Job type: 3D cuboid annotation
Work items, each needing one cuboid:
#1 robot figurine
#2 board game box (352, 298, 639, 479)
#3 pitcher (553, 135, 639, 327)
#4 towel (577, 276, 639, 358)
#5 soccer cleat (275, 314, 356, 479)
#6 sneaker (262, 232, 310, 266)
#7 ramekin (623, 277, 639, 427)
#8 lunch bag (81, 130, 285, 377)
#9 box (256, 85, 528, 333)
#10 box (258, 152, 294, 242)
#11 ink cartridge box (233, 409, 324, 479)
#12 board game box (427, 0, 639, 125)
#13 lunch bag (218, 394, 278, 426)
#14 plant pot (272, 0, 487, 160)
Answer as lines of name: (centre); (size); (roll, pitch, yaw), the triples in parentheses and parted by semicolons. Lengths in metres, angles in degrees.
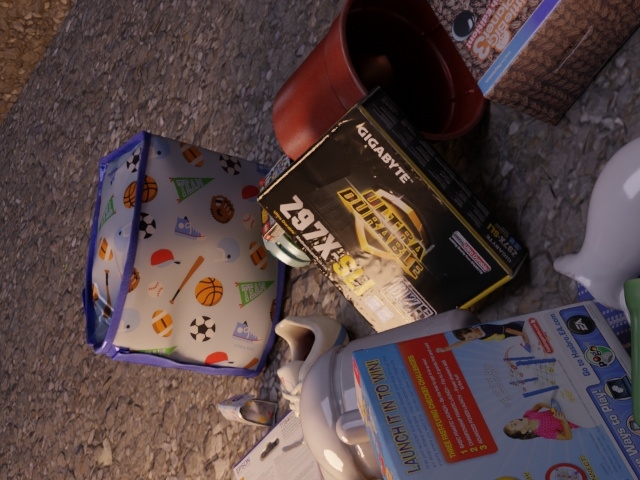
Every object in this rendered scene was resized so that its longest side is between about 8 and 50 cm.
robot figurine: (0.122, 0.214, 1.558); (0.353, 0.300, 0.199); (-19, 84, 19)
board game box: (0.218, 0.219, 1.284); (0.308, 0.302, 0.086); (-110, 11, -51)
pitcher: (0.384, -0.004, 1.367); (0.178, 0.125, 0.207); (50, 131, 36)
towel: (0.413, 0.141, 1.389); (0.243, 0.040, 0.336); (-30, 51, 48)
soccer cleat: (-0.003, 0.264, 1.829); (0.116, 0.143, 0.331); (-43, 45, 37)
sneaker: (0.000, 0.000, 1.955); (0.208, 0.127, 0.319); (-53, 30, 26)
ramekin: (0.443, 0.122, 1.120); (0.303, 0.303, 0.148); (0, 84, 55)
lunch bag: (-0.244, 0.043, 2.101); (0.239, 0.328, 0.385); (-25, 59, 54)
box: (0.097, -0.023, 1.681); (0.257, 0.322, 0.079); (-39, 5, 42)
box: (-0.066, -0.075, 1.964); (0.094, 0.027, 0.137); (-47, 33, 33)
ink cartridge box: (-0.053, 0.416, 1.928); (0.223, 0.045, 0.224); (-48, 41, 33)
board game box: (0.297, -0.353, 1.651); (0.232, 0.141, 0.291); (-53, 39, 29)
lunch bag: (-0.128, 0.297, 2.050); (0.071, 0.083, 0.053); (-8, 71, 55)
plant pot: (0.073, -0.228, 1.824); (0.265, 0.272, 0.272); (-33, 51, 50)
